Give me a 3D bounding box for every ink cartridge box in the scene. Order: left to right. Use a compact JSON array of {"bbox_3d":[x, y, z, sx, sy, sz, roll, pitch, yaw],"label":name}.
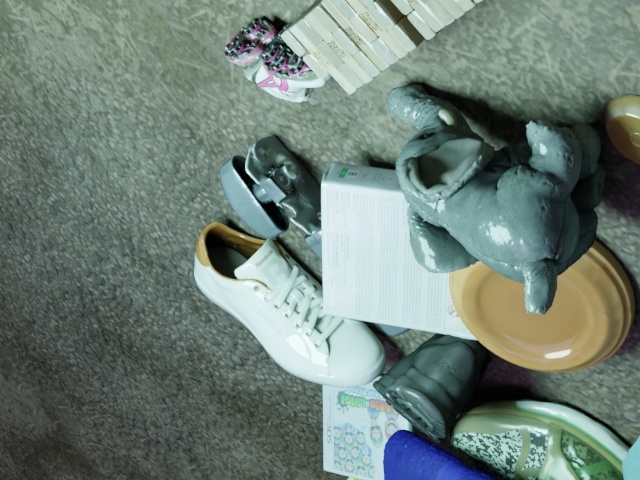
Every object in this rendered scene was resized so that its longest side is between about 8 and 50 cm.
[{"bbox_3d":[0.113,0.015,1.787,0.224,0.056,0.181,8,125,12],"label":"ink cartridge box"}]

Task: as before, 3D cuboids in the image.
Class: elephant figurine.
[{"bbox_3d":[0.139,-0.048,1.569,0.239,0.186,0.169,10,105,24],"label":"elephant figurine"}]

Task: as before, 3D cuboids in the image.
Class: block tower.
[{"bbox_3d":[0.090,-0.237,1.472,0.091,0.097,0.335,46,152,-9],"label":"block tower"}]

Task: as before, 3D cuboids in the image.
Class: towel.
[{"bbox_3d":[0.179,0.361,1.946,0.308,0.076,0.228,-160,60,-64],"label":"towel"}]

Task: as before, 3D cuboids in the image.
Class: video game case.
[{"bbox_3d":[0.062,0.244,2.144,0.157,0.019,0.143,6,99,45],"label":"video game case"}]

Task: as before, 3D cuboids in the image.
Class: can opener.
[{"bbox_3d":[0.000,0.000,1.898,0.095,0.076,0.283,-30,108,39],"label":"can opener"}]

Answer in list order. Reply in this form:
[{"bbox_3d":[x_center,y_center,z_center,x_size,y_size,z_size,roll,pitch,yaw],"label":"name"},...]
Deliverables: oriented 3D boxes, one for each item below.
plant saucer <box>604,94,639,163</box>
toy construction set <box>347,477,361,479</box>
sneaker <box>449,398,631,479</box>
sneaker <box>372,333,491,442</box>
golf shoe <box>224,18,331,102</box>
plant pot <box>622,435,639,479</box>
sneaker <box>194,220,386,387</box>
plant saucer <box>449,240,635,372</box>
[{"bbox_3d":[0.294,-0.096,1.500,0.083,0.015,0.083,29,148,20],"label":"plant saucer"},{"bbox_3d":[0.132,0.401,2.244,0.215,0.151,0.328,23,135,28],"label":"toy construction set"},{"bbox_3d":[0.307,0.327,1.883,0.410,0.182,0.158,27,148,25],"label":"sneaker"},{"bbox_3d":[0.143,0.163,1.936,0.109,0.130,0.286,40,173,-2],"label":"sneaker"},{"bbox_3d":[-0.025,-0.181,1.696,0.086,0.067,0.186,44,171,-28],"label":"golf shoe"},{"bbox_3d":[0.437,0.244,1.578,0.252,0.248,0.247,50,155,22],"label":"plant pot"},{"bbox_3d":[-0.046,0.077,2.035,0.290,0.106,0.123,31,152,19],"label":"sneaker"},{"bbox_3d":[0.226,0.065,1.712,0.200,0.037,0.200,14,131,17],"label":"plant saucer"}]
